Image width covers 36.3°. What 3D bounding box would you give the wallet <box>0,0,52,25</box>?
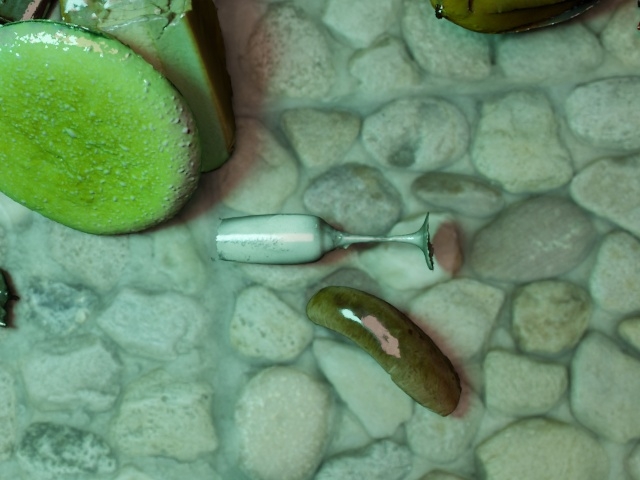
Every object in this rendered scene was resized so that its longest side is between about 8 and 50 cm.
[{"bbox_3d":[-0.371,-0.387,1.257,0.122,0.031,0.232,24,87,9],"label":"wallet"}]

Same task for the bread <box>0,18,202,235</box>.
[{"bbox_3d":[-0.273,-0.116,1.097,0.301,0.301,0.045,4,45,9],"label":"bread"}]

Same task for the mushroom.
[{"bbox_3d":[0.075,0.113,1.103,0.209,0.094,0.072,37,92,15],"label":"mushroom"}]

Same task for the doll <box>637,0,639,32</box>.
[{"bbox_3d":[0.424,-0.216,1.107,0.109,0.057,0.169,-29,81,6],"label":"doll"}]

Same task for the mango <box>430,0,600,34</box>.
[{"bbox_3d":[0.236,-0.325,1.105,0.248,0.156,0.151,-17,45,5],"label":"mango"}]

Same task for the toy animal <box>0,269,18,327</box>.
[{"bbox_3d":[-0.421,0.053,1.201,0.065,0.047,0.136,-38,74,-6],"label":"toy animal"}]

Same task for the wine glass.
[{"bbox_3d":[0.000,0.000,1.137,0.262,0.074,0.074,0,83,10],"label":"wine glass"}]

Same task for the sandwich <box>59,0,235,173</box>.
[{"bbox_3d":[-0.198,-0.199,1.123,0.155,0.198,0.227,-13,81,6],"label":"sandwich"}]
